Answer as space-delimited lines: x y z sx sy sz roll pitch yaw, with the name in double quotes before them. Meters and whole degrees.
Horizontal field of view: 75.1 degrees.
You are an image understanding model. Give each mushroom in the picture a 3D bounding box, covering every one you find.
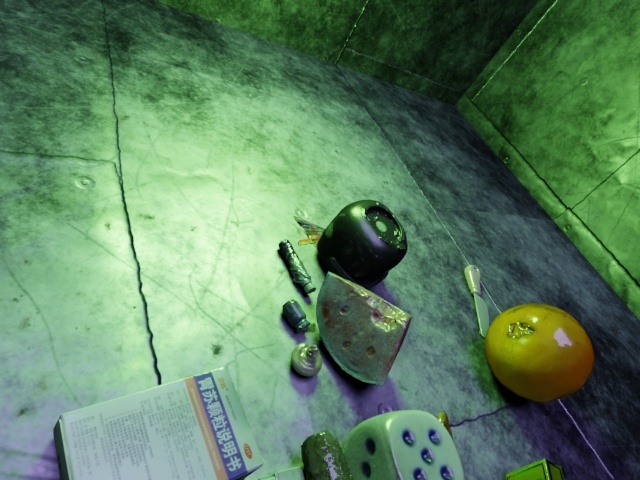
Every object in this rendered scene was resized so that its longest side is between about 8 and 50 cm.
"mushroom" -0.028 0.287 1.024 0.085 0.079 0.085 24 39 -21

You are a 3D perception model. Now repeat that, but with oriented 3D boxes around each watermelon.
"watermelon" 0.125 0.219 1.118 0.319 0.226 0.148 65 18 15

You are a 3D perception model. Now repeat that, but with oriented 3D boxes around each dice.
"dice" 0.171 0.485 0.883 0.193 0.193 0.192 12 45 -29

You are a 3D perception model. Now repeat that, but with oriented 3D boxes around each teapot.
"teapot" -0.066 0.204 1.116 0.049 0.064 0.083 -30 71 -16

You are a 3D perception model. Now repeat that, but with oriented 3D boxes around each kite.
"kite" 0.000 0.000 1.395 0.183 0.014 0.241 -11 59 -42

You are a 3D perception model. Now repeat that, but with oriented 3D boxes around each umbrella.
"umbrella" -0.072 0.079 1.237 0.046 0.050 0.188 13 39 -57

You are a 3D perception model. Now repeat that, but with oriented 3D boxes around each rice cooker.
"rice cooker" 0.139 0.011 1.313 0.267 0.224 0.268 24 43 -25

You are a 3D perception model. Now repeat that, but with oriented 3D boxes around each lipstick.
"lipstick" -0.095 0.476 0.819 0.129 0.030 0.030 5 48 -33

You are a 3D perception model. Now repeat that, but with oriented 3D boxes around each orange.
"orange" 0.690 0.353 1.328 0.311 0.312 0.312 21 41 -19

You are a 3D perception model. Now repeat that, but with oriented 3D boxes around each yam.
"yam" 0.021 0.490 0.835 0.106 0.107 0.183 6 46 -33

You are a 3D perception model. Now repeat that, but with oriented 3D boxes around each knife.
"knife" 0.613 0.237 1.613 0.081 0.043 0.336 27 45 -22

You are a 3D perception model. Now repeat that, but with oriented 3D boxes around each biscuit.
"biscuit" 0.304 0.535 1.014 0.247 0.028 0.119 -58 132 -60

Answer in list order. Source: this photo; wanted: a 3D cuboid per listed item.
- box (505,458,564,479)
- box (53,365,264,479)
"box" 0.535 0.671 1.011 0.064 0.141 0.220 29 39 -10
"box" -0.278 0.368 0.731 0.299 0.106 0.200 -4 54 -41
